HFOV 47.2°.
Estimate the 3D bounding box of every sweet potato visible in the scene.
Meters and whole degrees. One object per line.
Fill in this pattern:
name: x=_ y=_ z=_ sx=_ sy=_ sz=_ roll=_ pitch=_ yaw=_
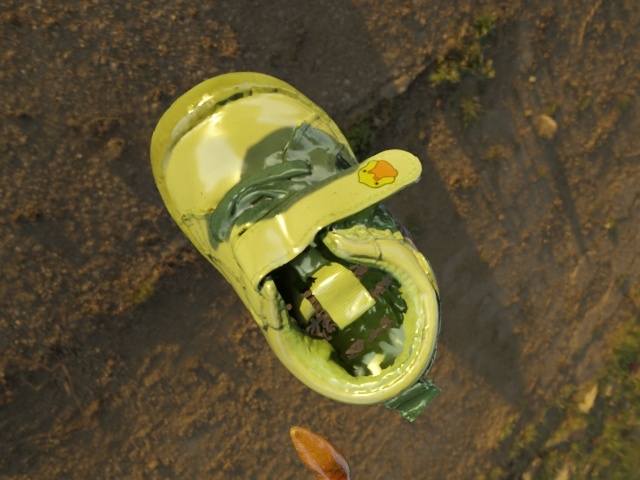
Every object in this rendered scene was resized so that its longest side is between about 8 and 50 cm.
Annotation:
sweet potato: x=0.016 y=0.338 z=1.076 sx=0.058 sy=0.055 sz=0.202 roll=-37 pitch=110 yaw=-12

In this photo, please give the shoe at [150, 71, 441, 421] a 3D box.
shoe: x=0.000 y=-0.001 z=0.493 sx=0.140 sy=0.128 sz=0.262 roll=-34 pitch=97 yaw=-14
